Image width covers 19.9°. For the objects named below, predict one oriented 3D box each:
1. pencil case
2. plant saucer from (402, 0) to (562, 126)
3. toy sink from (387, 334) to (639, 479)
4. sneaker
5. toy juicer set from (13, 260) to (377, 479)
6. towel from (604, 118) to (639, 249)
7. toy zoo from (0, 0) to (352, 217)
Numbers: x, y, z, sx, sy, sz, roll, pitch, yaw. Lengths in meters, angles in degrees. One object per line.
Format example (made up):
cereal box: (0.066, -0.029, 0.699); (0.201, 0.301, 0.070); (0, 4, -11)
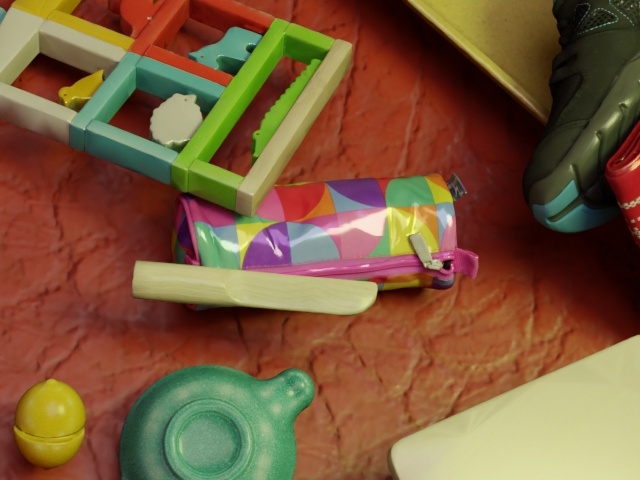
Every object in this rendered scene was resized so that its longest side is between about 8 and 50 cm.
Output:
pencil case: (0.000, 0.000, 1.452); (0.236, 0.104, 0.104); (-5, 69, -11)
plant saucer: (0.206, -0.262, 1.619); (0.333, 0.081, 0.333); (43, 66, 6)
toy sink: (0.165, 0.198, 1.393); (0.234, 0.131, 0.153); (-22, 74, -22)
sneaker: (0.240, -0.153, 1.493); (0.139, 0.125, 0.341); (21, 65, 27)
toy juicer set: (-0.117, 0.141, 1.377); (0.209, 0.089, 0.329); (25, 76, 3)
towel: (0.327, -0.030, 1.478); (0.031, 0.275, 0.199); (13, 56, 43)
toy zoo: (-0.145, -0.140, 1.468); (0.293, 0.030, 0.192); (22, 51, 12)
